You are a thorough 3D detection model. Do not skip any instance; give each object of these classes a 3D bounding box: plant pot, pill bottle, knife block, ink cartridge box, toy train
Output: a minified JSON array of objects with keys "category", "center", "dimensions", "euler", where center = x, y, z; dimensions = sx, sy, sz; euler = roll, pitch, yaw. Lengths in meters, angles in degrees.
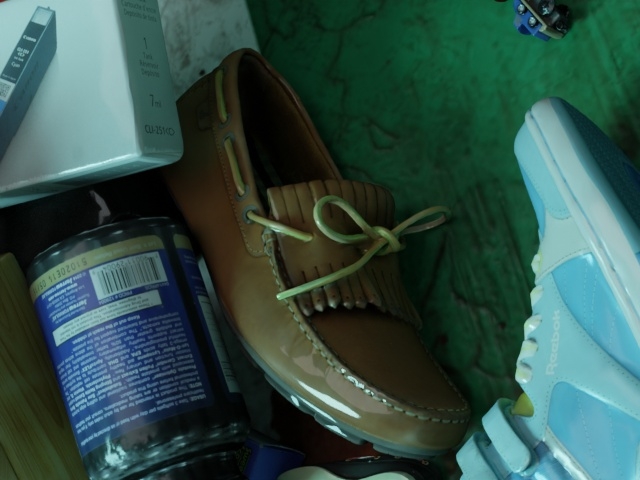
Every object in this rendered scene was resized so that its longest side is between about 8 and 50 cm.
[{"category":"plant pot","center":[-0.200,-0.025,1.321],"dimensions":[0.188,0.187,0.167],"euler":[-49,62,16]},{"category":"pill bottle","center":[-0.121,0.103,1.156],"dimensions":[0.122,0.123,0.219],"euler":[-27,75,29]},{"category":"knife block","center":[-0.253,0.065,1.193],"dimensions":[0.088,0.275,0.242],"euler":[-13,64,34]},{"category":"ink cartridge box","center":[-0.260,-0.155,1.226],"dimensions":[0.296,0.066,0.261],"euler":[-13,83,25]},{"category":"toy train","center":[0.131,-0.196,1.202],"dimensions":[0.036,0.027,0.158],"euler":[-51,52,19]}]

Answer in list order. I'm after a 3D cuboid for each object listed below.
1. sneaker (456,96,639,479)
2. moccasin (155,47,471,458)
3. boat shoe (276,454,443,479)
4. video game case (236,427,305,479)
[{"category":"sneaker","center":[0.148,0.075,1.042],"dimensions":[0.208,0.127,0.319],"euler":[-36,56,23]},{"category":"moccasin","center":[0.002,0.001,1.184],"dimensions":[0.147,0.139,0.380],"euler":[-53,42,24]},{"category":"boat shoe","center":[0.026,0.179,1.163],"dimensions":[0.133,0.042,0.049],"euler":[-9,96,37]},{"category":"video game case","center":[-0.159,0.245,1.273],"dimensions":[0.244,0.061,0.270],"euler":[20,89,40]}]
